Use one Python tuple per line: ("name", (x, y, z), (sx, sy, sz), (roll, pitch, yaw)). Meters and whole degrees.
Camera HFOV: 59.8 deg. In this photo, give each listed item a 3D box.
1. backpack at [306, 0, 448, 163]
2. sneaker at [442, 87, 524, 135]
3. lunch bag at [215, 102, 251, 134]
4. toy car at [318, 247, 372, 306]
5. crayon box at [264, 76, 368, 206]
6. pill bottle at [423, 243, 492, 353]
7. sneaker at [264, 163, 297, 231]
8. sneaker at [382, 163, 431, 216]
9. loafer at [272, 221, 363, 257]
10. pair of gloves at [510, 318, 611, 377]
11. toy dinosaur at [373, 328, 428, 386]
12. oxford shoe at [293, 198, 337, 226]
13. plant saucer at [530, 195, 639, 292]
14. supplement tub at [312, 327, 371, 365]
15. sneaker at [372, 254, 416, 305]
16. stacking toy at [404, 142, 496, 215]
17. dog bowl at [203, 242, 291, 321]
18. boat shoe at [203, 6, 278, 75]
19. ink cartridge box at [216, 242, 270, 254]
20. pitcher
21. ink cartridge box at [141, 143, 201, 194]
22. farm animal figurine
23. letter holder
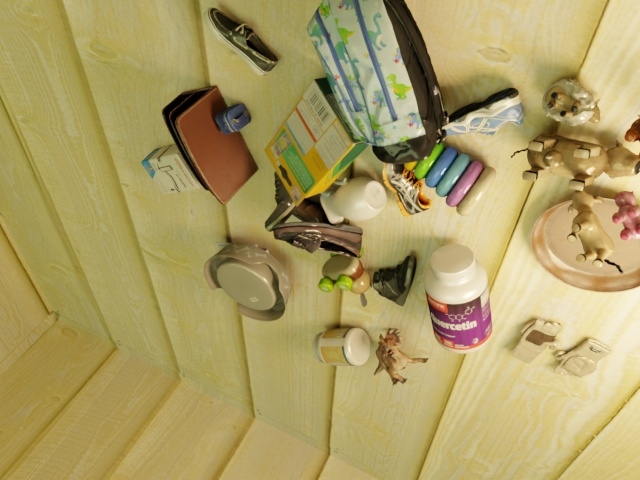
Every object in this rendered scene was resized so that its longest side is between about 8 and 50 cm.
("backpack", (0.127, -0.378, 1.199), (0.273, 0.290, 0.356), (-1, 124, 19))
("sneaker", (0.368, -0.275, 1.289), (0.211, 0.080, 0.081), (-13, 119, 44))
("lunch bag", (-0.254, -0.357, 1.631), (0.065, 0.098, 0.067), (-8, 120, 37))
("toy car", (0.108, 0.131, 1.855), (0.148, 0.155, 0.188), (-10, 136, 42))
("crayon box", (-0.014, -0.261, 1.514), (0.203, 0.083, 0.323), (60, 141, 10))
("pill bottle", (0.406, 0.172, 1.645), (0.181, 0.182, 0.323), (7, 134, 30))
("sneaker", (-0.121, -0.137, 1.694), (0.118, 0.222, 0.083), (38, 169, 4))
("sneaker", (0.235, -0.157, 1.513), (0.083, 0.084, 0.215), (-6, 136, 35))
("loafer", (0.000, 0.000, 1.678), (0.302, 0.095, 0.109), (3, 168, -29))
("pair of gloves", (0.724, 0.330, 1.697), (0.239, 0.042, 0.204), (22, 137, 12))
("toy dinosaur", (0.257, 0.424, 2.071), (0.200, 0.127, 0.295), (45, 153, -2))
("oxford shoe", (-0.032, -0.101, 1.769), (0.227, 0.083, 0.096), (44, 125, -16))
("plant saucer", (0.686, 0.005, 1.380), (0.310, 0.050, 0.311), (19, 138, 18))
("supplement tub", (0.079, 0.413, 2.158), (0.199, 0.144, 0.144), (-11, 124, 42))
("sneaker", (0.234, 0.119, 1.788), (0.130, 0.087, 0.228), (20, 145, 8))
("stacking toy", (0.268, -0.207, 1.399), (0.330, 0.141, 0.141), (35, 142, 6))
("dog bowl", (-0.265, 0.152, 2.095), (0.348, 0.102, 0.349), (18, 140, 16))
("boat shoe", (-0.201, -0.528, 1.441), (0.219, 0.078, 0.070), (39, 143, -19))
("ink cartridge box", (-0.274, 0.075, 2.136), (0.206, 0.045, 0.208), (3, 134, 32))
("pitcher", (0.077, -0.134, 1.612), (0.178, 0.126, 0.207), (49, 150, -23))
("ink cartridge box", (-0.497, -0.249, 1.926), (0.203, 0.086, 0.148), (-4, 128, 39))
("farm animal figurine", (0.585, -0.142, 1.201), (0.326, 0.172, 0.331), (36, 127, 26))
("letter holder", (-0.360, -0.277, 1.696), (0.151, 0.214, 0.302), (1, 131, 34))
